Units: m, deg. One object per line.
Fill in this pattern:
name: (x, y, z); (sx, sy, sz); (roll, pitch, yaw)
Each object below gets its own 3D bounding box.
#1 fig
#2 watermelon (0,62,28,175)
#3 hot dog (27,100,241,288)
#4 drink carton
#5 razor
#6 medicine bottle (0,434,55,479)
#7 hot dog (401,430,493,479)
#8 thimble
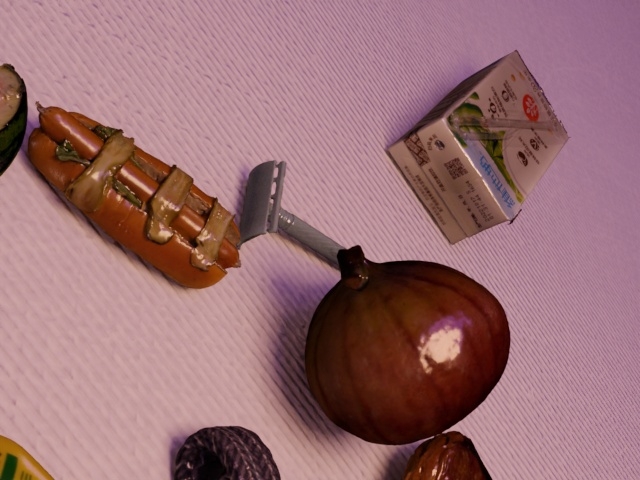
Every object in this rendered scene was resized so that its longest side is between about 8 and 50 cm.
fig: (0.090, 0.111, 0.817); (0.235, 0.235, 0.214); (-8, 71, -46)
watermelon: (-0.350, -0.090, 0.638); (0.119, 0.063, 0.245); (44, 47, 8)
hot dog: (-0.187, -0.046, 0.757); (0.269, 0.072, 0.109); (39, 44, -24)
drink carton: (0.273, -0.162, 1.218); (0.194, 0.132, 0.324); (54, 44, -8)
razor: (0.000, 0.000, 0.926); (0.232, 0.068, 0.106); (31, 51, -35)
medicine bottle: (-0.233, 0.219, 0.568); (0.309, 0.076, 0.111); (35, 50, -28)
hot dog: (0.171, 0.340, 0.875); (0.160, 0.099, 0.227); (-29, 91, -48)
thimble: (-0.089, 0.231, 0.691); (0.066, 0.095, 0.104); (15, 23, -49)
